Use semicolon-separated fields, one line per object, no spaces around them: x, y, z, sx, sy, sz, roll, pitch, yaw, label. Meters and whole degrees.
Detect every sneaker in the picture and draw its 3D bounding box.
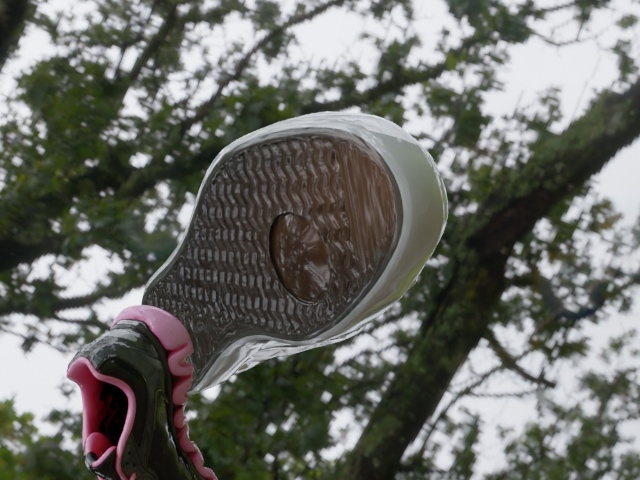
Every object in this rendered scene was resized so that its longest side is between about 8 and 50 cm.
-0.074;0.089;0.441;0.057;0.047;0.119;-32;-67;-61;sneaker
0.000;0.000;0.582;0.123;0.106;0.290;-19;-7;-30;sneaker
